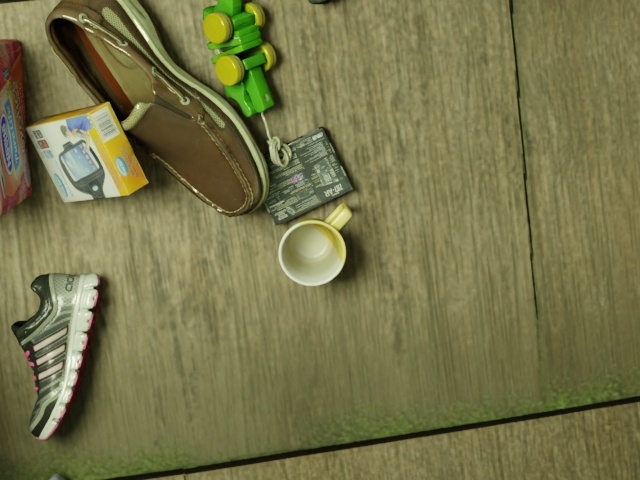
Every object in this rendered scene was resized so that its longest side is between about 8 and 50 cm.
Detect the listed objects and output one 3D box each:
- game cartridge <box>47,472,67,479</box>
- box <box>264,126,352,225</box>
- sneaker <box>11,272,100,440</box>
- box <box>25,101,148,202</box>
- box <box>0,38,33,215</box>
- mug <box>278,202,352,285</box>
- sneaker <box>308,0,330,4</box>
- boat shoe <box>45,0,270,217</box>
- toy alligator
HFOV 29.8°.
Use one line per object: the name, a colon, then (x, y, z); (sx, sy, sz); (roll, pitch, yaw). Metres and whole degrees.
game cartridge: (-0.227, 0.402, 1.224); (0.297, 0.062, 0.198); (44, 93, -9)
box: (-0.020, -0.062, 1.150); (0.083, 0.018, 0.067); (-26, 101, 4)
sneaker: (-0.264, 0.107, 1.158); (0.075, 0.063, 0.170); (14, 96, -5)
box: (-0.218, -0.077, 1.090); (0.028, 0.136, 0.081); (-37, 111, -37)
box: (-0.423, -0.098, 1.070); (0.300, 0.142, 0.154); (-1, 101, -1)
mug: (-0.001, 0.004, 1.140); (0.078, 0.064, 0.062); (-16, 101, 1)
sneaker: (-0.052, -0.271, 1.083); (0.178, 0.072, 0.077); (29, 110, -1)
boat shoe: (-0.154, -0.114, 1.086); (0.257, 0.095, 0.095); (48, 125, -5)
toy alligator: (-0.075, -0.156, 1.116); (0.051, 0.056, 0.189); (-1, 110, 43)
